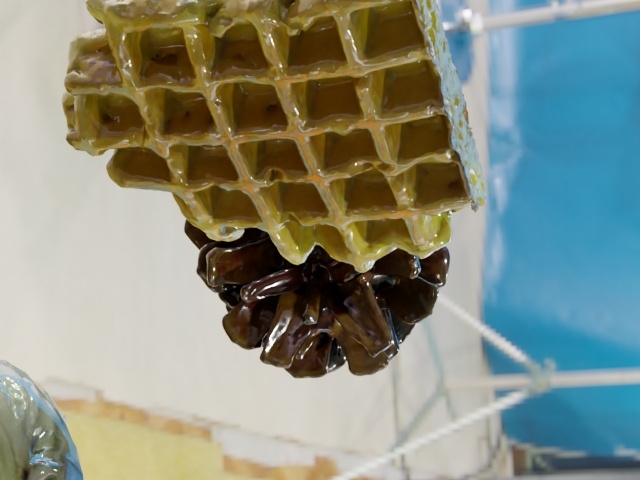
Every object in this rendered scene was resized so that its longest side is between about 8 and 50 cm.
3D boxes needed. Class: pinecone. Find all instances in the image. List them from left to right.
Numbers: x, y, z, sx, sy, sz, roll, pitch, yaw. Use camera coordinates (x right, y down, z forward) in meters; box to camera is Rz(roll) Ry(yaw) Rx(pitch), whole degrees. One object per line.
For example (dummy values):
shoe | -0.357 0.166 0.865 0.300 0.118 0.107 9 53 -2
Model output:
pinecone | 0.000 0.000 1.250 0.229 0.202 0.201 54 13 7

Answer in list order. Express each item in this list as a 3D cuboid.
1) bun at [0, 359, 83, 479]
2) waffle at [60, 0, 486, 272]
bun | -0.290 0.218 1.275 0.273 0.168 0.273 -4 90 -74
waffle | -0.031 -0.060 0.847 0.229 0.219 0.057 69 22 -48
